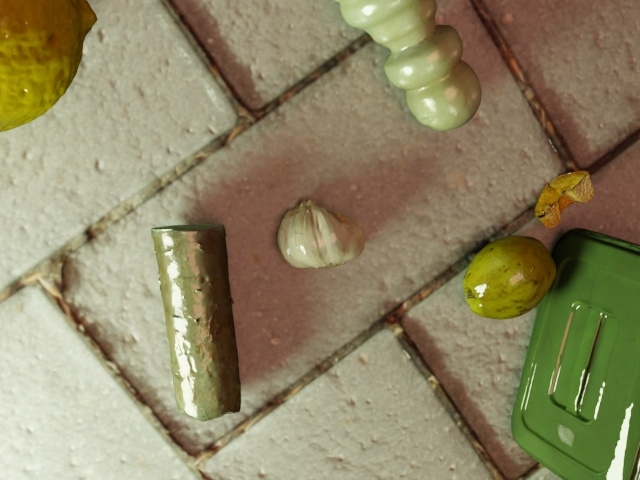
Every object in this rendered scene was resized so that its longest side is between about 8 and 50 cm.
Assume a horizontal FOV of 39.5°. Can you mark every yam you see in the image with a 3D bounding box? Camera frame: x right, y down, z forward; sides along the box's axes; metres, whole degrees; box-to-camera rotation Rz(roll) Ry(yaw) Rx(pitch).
[{"bbox_3d":[-0.151,0.103,1.115,0.093,0.093,0.259,-7,102,-12],"label":"yam"}]

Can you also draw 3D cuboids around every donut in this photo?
[{"bbox_3d":[0.332,-0.052,1.216,0.038,0.067,0.083,51,52,-33],"label":"donut"}]

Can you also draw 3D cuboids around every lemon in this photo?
[{"bbox_3d":[-0.382,-0.228,0.920,0.267,0.267,0.268,-3,101,-13],"label":"lemon"}]

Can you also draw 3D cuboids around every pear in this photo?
[{"bbox_3d":[0.252,0.049,1.194,0.131,0.107,0.107,-28,106,-15],"label":"pear"}]

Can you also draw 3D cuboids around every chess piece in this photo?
[{"bbox_3d":[0.116,-0.244,1.098,0.133,0.133,0.243,-34,111,-5],"label":"chess piece"}]

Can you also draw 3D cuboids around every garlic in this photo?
[{"bbox_3d":[-0.001,-0.002,1.140,0.113,0.074,0.094,-11,113,5],"label":"garlic"}]

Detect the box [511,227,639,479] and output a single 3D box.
[{"bbox_3d":[0.412,0.168,1.192,0.177,0.252,0.329,9,99,-28],"label":"box"}]
